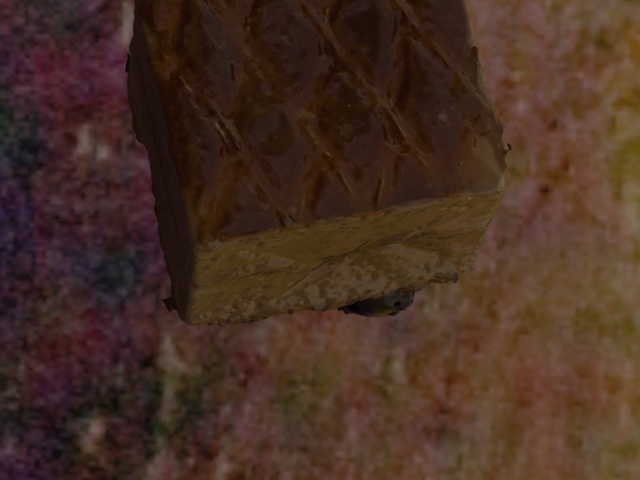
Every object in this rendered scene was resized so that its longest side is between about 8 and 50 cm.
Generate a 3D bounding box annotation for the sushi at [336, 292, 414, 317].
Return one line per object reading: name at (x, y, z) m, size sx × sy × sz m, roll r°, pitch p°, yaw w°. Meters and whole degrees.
sushi at (0.000, 0.000, 1.602) m, size 0.124 × 0.225 × 0.127 m, roll 69°, pitch 42°, yaw -75°

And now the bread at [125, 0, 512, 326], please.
bread at (-0.010, -0.095, 1.333) m, size 0.207 × 0.279 × 0.279 m, roll 104°, pitch -24°, yaw -60°
